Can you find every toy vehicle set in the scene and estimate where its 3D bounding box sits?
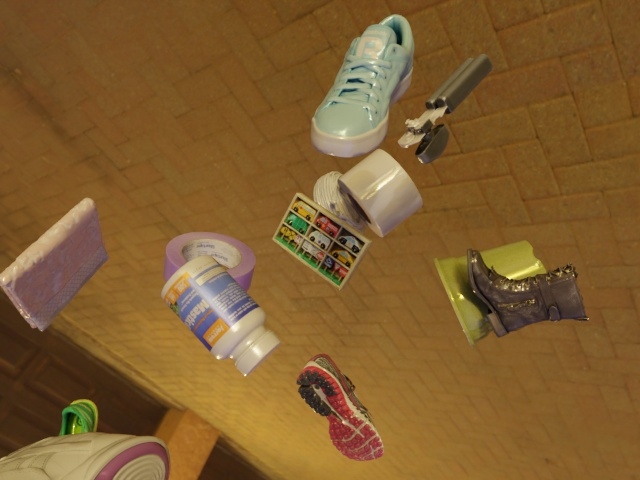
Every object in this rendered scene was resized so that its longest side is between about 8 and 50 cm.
[{"bbox_3d":[0.000,0.000,1.406,0.267,0.035,0.165,35,109,21],"label":"toy vehicle set"}]

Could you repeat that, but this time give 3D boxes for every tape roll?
[{"bbox_3d":[-0.346,0.077,1.528,0.275,0.275,0.090,20,118,9],"label":"tape roll"},{"bbox_3d":[0.193,-0.154,1.602,0.246,0.169,0.246,52,177,4],"label":"tape roll"}]

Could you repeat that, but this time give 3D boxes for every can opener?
[{"bbox_3d":[0.269,-0.283,1.042,0.093,0.280,0.074,45,166,-25],"label":"can opener"}]

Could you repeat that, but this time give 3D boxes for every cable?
[{"bbox_3d":[0.074,-0.118,1.730,0.089,0.257,0.257,-24,132,23],"label":"cable"}]

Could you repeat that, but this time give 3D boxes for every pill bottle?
[{"bbox_3d":[-0.223,0.175,1.123,0.272,0.152,0.152,45,148,10],"label":"pill bottle"}]

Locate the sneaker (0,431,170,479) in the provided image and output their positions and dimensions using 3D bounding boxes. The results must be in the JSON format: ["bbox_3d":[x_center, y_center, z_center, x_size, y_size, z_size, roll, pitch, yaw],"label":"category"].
[{"bbox_3d":[-0.311,0.275,0.486,0.152,0.114,0.305,-4,177,37],"label":"sneaker"}]

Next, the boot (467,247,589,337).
[{"bbox_3d":[0.497,0.103,1.181,0.229,0.091,0.262,-24,97,24],"label":"boot"}]

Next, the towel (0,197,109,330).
[{"bbox_3d":[-0.771,0.076,1.452,0.054,0.331,0.316,26,144,6],"label":"towel"}]

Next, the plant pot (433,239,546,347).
[{"bbox_3d":[0.487,0.128,1.358,0.254,0.276,0.276,-23,128,12],"label":"plant pot"}]

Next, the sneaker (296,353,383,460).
[{"bbox_3d":[0.065,0.412,1.200,0.121,0.112,0.299,-28,98,24],"label":"sneaker"}]

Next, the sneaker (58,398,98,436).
[{"bbox_3d":[-0.694,0.608,1.383,0.110,0.295,0.123,-15,166,5],"label":"sneaker"}]

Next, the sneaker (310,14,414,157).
[{"bbox_3d":[0.074,-0.287,0.849,0.135,0.365,0.150,10,135,16],"label":"sneaker"}]
